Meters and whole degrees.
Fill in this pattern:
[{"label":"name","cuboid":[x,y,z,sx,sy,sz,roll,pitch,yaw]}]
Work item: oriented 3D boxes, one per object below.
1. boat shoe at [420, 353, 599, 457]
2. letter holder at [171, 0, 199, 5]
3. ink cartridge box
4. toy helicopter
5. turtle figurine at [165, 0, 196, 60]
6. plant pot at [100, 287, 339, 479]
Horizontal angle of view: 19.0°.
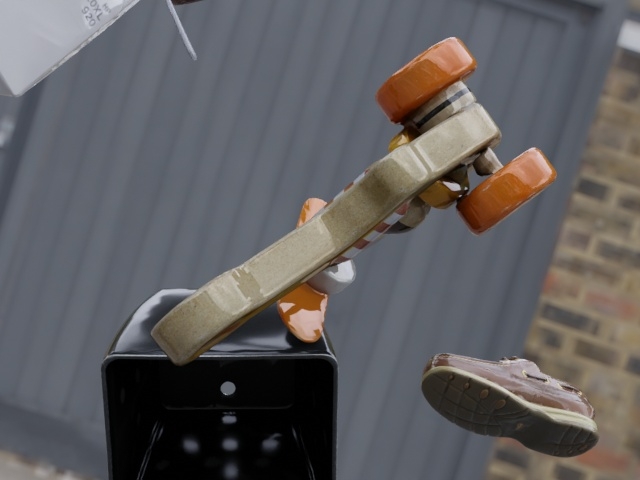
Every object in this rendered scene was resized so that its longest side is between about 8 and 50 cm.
[{"label":"boat shoe","cuboid":[0.160,0.132,1.638,0.178,0.060,0.064,22,-43,-25]},{"label":"letter holder","cuboid":[-0.096,-0.450,2.190,0.214,0.302,0.152,-8,-24,11]},{"label":"ink cartridge box","cuboid":[-0.289,-0.237,1.561,0.232,0.168,0.171,12,-41,49]},{"label":"toy helicopter","cuboid":[0.000,0.000,1.493,0.140,0.355,0.235,54,-36,4]},{"label":"turtle figurine","cuboid":[-0.128,-0.382,1.883,0.266,0.197,0.275,49,20,-35]},{"label":"plant pot","cuboid":[-0.080,0.135,1.611,0.187,0.188,0.167,0,27,0]}]
